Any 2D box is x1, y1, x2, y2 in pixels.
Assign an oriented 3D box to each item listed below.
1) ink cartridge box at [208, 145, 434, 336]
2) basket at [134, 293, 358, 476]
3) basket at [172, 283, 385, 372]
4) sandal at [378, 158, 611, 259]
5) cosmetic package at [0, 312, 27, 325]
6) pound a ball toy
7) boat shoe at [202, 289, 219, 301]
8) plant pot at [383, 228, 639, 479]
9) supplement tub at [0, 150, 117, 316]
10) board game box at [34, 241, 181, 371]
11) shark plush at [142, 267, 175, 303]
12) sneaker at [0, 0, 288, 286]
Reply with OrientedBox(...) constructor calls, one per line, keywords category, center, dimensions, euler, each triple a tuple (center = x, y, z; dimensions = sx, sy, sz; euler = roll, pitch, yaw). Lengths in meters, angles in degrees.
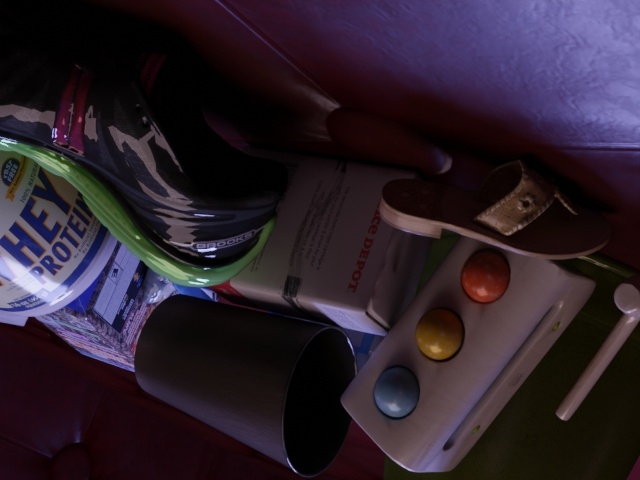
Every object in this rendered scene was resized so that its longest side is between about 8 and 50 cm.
OrientedBox(category="ink cartridge box", center=(0.000, 0.000, 1.573), dimensions=(0.237, 0.172, 0.100), euler=(11, 163, 32))
OrientedBox(category="basket", center=(-0.092, 0.156, 1.621), dimensions=(0.226, 0.154, 0.204), euler=(17, 139, 29))
OrientedBox(category="basket", center=(-0.029, 0.117, 1.804), dimensions=(0.289, 0.201, 0.255), euler=(16, 163, 27))
OrientedBox(category="sandal", center=(0.182, -0.044, 1.373), dimensions=(0.240, 0.088, 0.079), euler=(7, 133, -3))
OrientedBox(category="cosmetic package", center=(-0.501, 0.008, 2.150), dimensions=(0.155, 0.197, 0.365), euler=(12, 165, -12))
OrientedBox(category="pound a ball toy", center=(0.186, 0.109, 1.445), dimensions=(0.208, 0.319, 0.135), euler=(46, -162, 32))
OrientedBox(category="boat shoe", center=(-0.119, 0.007, 1.868), dimensions=(0.104, 0.113, 0.306), euler=(1, 152, -7))
OrientedBox(category="plant pot", center=(0.232, 0.220, 1.666), dimensions=(0.366, 0.353, 0.366), euler=(19, 164, 6))
OrientedBox(category="supplement tub", center=(-0.409, -0.070, 1.598), dimensions=(0.235, 0.235, 0.325), euler=(9, 162, 37))
OrientedBox(category="board game box", center=(-0.284, 0.031, 1.922), dimensions=(0.141, 0.232, 0.291), euler=(16, 163, 20))
OrientedBox(category="shark plush", center=(-0.206, 0.015, 1.822), dimensions=(0.067, 0.073, 0.161), euler=(-10, 136, -14))
OrientedBox(category="sneaker", center=(-0.233, -0.155, 1.448), dimensions=(0.482, 0.185, 0.202), euler=(36, 121, -18))
